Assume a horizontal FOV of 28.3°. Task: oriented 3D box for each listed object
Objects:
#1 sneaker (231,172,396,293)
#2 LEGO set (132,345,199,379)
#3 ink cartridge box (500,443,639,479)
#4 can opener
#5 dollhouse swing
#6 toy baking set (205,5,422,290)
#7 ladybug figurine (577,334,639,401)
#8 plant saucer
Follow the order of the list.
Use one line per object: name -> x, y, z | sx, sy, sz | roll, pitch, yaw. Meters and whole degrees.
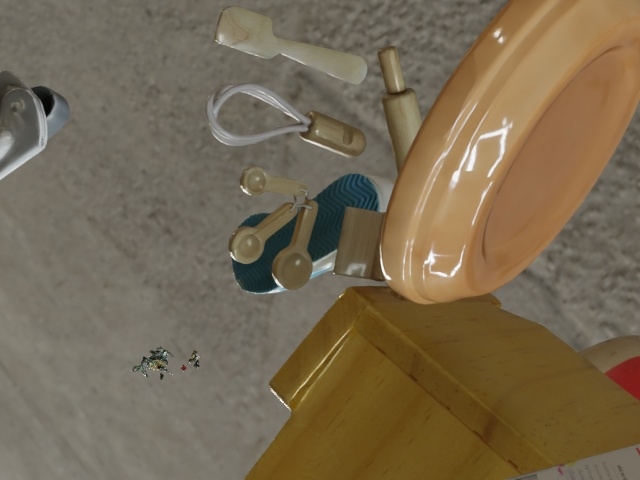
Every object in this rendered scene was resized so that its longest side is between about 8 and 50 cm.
sneaker -> 0.000, 0.000, 1.289 | 0.228, 0.092, 0.087 | -21, 73, 40
LEGO set -> -0.189, 0.146, 1.554 | 0.023, 0.083, 0.054 | -109, 32, -43
ink cartridge box -> 0.191, 0.184, 0.834 | 0.104, 0.181, 0.061 | -61, -46, -80
can opener -> -0.318, -0.030, 0.998 | 0.076, 0.283, 0.095 | 61, -166, 17
dollhouse swing -> 0.119, 0.259, 1.086 | 0.347, 0.315, 0.305 | 39, 111, 33
toy baking set -> 0.004, -0.074, 1.028 | 0.030, 0.197, 0.256 | 17, 122, 56
ladybug figurine -> 0.317, 0.288, 1.568 | 0.162, 0.449, 0.305 | 39, 142, 37
plant saucer -> 0.105, -0.048, 0.624 | 0.037, 0.200, 0.200 | 35, 150, 22
